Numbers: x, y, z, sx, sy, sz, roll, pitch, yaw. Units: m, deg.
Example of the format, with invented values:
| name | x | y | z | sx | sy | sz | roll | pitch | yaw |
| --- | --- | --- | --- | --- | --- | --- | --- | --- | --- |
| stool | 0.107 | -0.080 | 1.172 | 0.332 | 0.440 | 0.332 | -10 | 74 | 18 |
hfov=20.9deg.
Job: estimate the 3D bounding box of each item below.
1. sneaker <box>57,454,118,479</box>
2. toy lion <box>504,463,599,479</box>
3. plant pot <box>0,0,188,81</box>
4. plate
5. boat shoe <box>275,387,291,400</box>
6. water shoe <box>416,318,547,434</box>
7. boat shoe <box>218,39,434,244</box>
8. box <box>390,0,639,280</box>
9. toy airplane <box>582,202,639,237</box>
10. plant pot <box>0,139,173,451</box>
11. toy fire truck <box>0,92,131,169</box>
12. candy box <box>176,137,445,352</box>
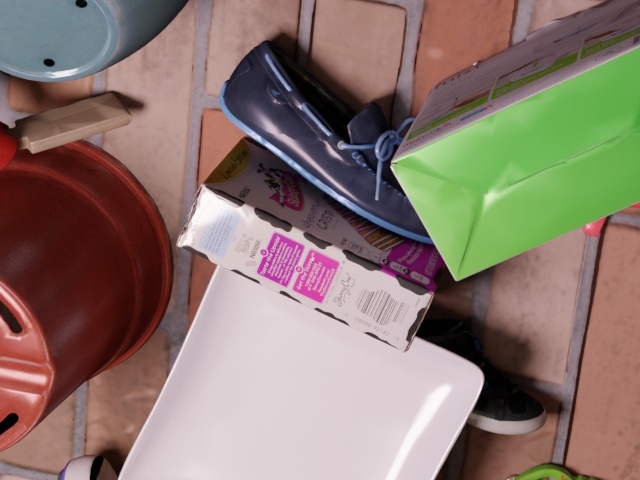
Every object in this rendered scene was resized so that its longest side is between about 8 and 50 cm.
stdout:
| name | x | y | z | sx | sy | sz | roll | pitch | yaw |
| --- | --- | --- | --- | --- | --- | --- | --- | --- | --- |
| sneaker | -0.323 | 0.377 | 1.852 | 0.236 | 0.130 | 0.323 | -1 | 116 | 9 |
| toy lion | 0.246 | 0.266 | 1.742 | 0.096 | 0.034 | 0.100 | -30 | 101 | 14 |
| plant pot | -0.228 | -0.253 | 1.490 | 0.290 | 0.195 | 0.290 | 2 | 142 | 2 |
| plate | -0.019 | 0.182 | 1.671 | 0.278 | 0.045 | 0.277 | 26 | 101 | 4 |
| boat shoe | -0.075 | 0.229 | 1.759 | 0.277 | 0.098 | 0.096 | -38 | 98 | 21 |
| water shoe | 0.133 | 0.121 | 1.687 | 0.203 | 0.073 | 0.080 | 23 | 111 | 2 |
| boat shoe | 0.027 | -0.091 | 1.613 | 0.258 | 0.109 | 0.089 | 32 | 110 | -3 |
| box | 0.215 | -0.107 | 1.495 | 0.262 | 0.231 | 0.127 | -25 | 103 | 19 |
| toy airplane | 0.301 | -0.034 | 1.614 | 0.151 | 0.028 | 0.151 | 3 | 105 | 13 |
| plant pot | -0.309 | 0.061 | 1.657 | 0.272 | 0.265 | 0.272 | 4 | 111 | 11 |
| toy fire truck | -0.325 | -0.160 | 1.643 | 0.158 | 0.217 | 0.246 | -34 | 142 | 21 |
| candy box | 0.000 | 0.000 | 1.623 | 0.233 | 0.159 | 0.071 | 24 | 112 | 2 |
